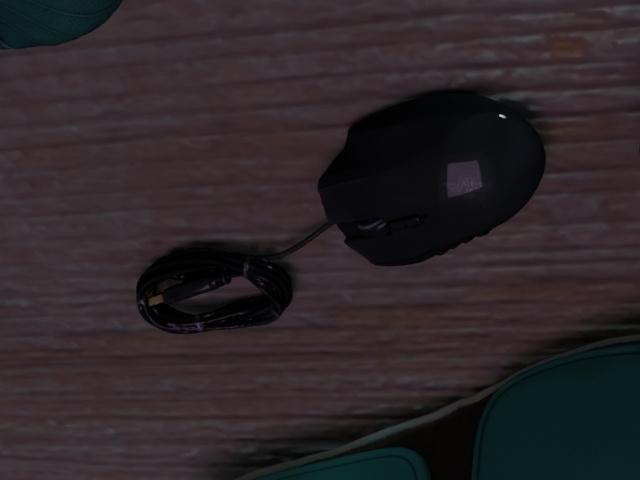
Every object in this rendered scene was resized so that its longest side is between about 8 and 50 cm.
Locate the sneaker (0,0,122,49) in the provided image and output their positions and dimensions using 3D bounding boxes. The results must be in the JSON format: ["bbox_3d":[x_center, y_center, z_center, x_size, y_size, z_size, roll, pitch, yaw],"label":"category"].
[{"bbox_3d":[-0.234,-0.121,0.684,0.302,0.121,0.108,12,132,8],"label":"sneaker"}]

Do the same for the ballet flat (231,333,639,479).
[{"bbox_3d":[0.097,0.144,0.811,0.400,0.139,0.139,-21,120,36],"label":"ballet flat"}]

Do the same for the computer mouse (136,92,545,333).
[{"bbox_3d":[0.000,0.000,0.763,0.242,0.041,0.071,-28,117,35],"label":"computer mouse"}]
